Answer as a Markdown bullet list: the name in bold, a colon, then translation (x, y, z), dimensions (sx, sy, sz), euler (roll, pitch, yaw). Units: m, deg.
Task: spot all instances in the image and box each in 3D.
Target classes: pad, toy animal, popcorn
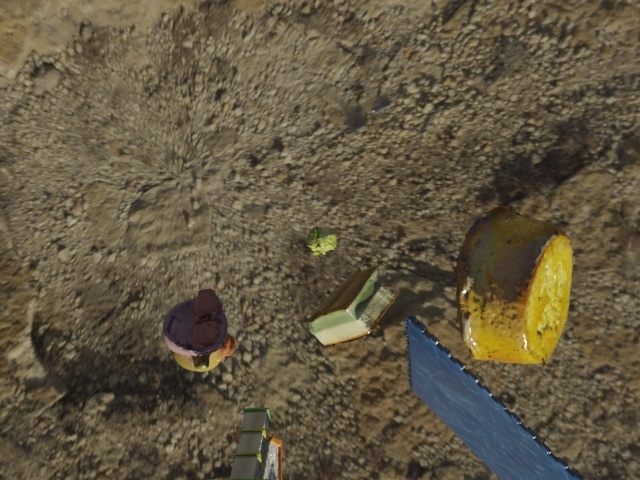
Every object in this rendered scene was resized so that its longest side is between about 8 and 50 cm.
- **pad**: translation (0.199, 0.229, 0.862), dimensions (0.012, 0.269, 0.269), euler (-38, 60, -14)
- **toy animal**: translation (-0.306, 0.247, 1.774), dimensions (0.169, 0.281, 0.195), euler (-1, 63, 1)
- **popcorn**: translation (0.001, -0.003, 1.609), dimensions (0.083, 0.068, 0.060), euler (0, 60, -40)

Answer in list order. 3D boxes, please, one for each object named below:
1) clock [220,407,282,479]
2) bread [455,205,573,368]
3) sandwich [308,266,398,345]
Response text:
- **clock**: translation (-0.135, 0.524, 1.555), dimensions (0.106, 0.255, 0.220), euler (-3, 116, 6)
- **bread**: translation (0.474, 0.112, 1.740), dimensions (0.398, 0.215, 0.398), euler (-18, 113, -50)
- **sandwich**: translation (0.082, 0.170, 1.847), dimensions (0.108, 0.220, 0.186), euler (46, 55, -10)
